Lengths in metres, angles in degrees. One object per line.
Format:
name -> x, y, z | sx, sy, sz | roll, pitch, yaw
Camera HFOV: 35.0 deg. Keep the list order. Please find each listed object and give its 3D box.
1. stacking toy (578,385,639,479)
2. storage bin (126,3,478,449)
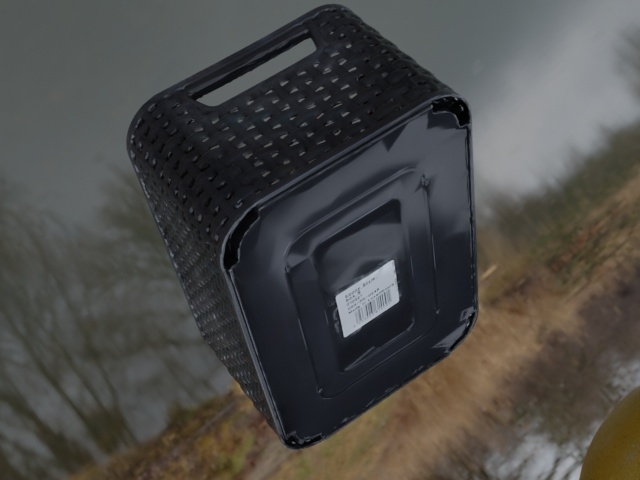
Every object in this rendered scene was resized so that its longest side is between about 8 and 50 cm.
stacking toy -> 0.286, 0.204, 0.691 | 0.350, 0.350, 0.480 | -14, 109, -62
storage bin -> 0.000, 0.000, 0.472 | 0.122, 0.084, 0.180 | -32, 141, -16
